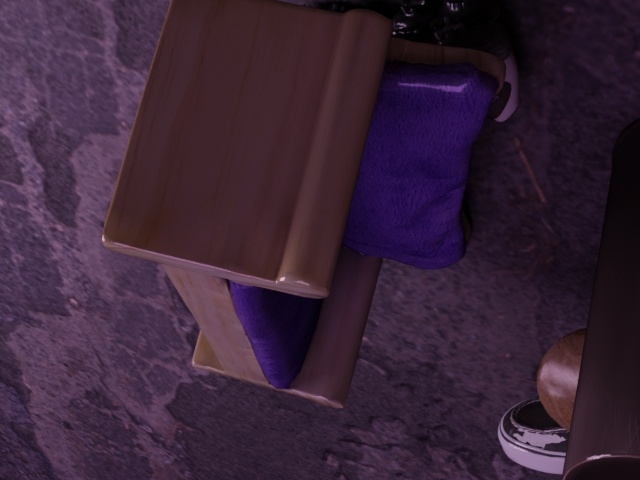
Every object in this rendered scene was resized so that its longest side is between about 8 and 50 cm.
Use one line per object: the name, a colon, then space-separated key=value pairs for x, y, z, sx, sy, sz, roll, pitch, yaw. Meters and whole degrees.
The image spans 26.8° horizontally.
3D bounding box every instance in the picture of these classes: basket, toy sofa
basket: x=0.231 y=0.064 z=0.767 sx=0.204 sy=0.227 sz=0.154 roll=26 pitch=148 yaw=5
toy sofa: x=0.000 y=0.000 z=0.819 sx=0.177 sy=0.150 sz=0.362 roll=14 pitch=165 yaw=6

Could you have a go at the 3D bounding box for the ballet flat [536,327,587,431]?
ballet flat: x=0.310 y=0.145 z=0.868 sx=0.342 sy=0.124 sz=0.116 roll=18 pitch=116 yaw=-1

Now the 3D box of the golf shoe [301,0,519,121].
golf shoe: x=0.031 y=-0.097 z=0.833 sx=0.198 sy=0.077 sz=0.094 roll=2 pitch=140 yaw=37

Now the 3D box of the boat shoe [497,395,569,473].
boat shoe: x=0.228 y=0.119 z=0.997 sx=0.219 sy=0.078 sz=0.070 roll=-12 pitch=125 yaw=29
